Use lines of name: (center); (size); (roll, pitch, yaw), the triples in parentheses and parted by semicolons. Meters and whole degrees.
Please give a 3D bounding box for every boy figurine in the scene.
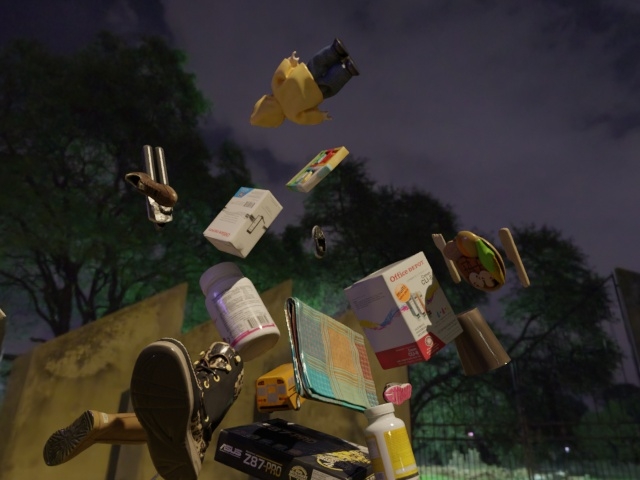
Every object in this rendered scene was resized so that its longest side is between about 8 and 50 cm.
boy figurine: (-0.042, -0.351, 1.235); (0.285, 0.092, 0.177); (-33, -77, 17)

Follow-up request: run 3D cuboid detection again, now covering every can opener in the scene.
can opener: (-0.536, -0.169, 1.663); (0.076, 0.283, 0.095); (3, -30, -35)

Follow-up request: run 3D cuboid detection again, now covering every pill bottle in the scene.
pill bottle: (0.165, 0.494, 1.247); (0.103, 0.184, 0.103); (-13, -20, -5)
pill bottle: (-0.255, 0.213, 1.580); (0.160, 0.283, 0.160); (-25, -29, -15)

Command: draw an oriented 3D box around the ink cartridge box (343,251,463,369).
ink cartridge box: (0.158, 0.134, 0.995); (0.128, 0.176, 0.127); (-25, -5, -38)

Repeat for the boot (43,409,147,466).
boot: (-0.628, 0.586, 1.523); (0.236, 0.089, 0.269); (-35, -32, 14)

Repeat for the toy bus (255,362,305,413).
toy bus: (-0.112, 0.489, 1.716); (0.108, 0.130, 0.332); (-9, -6, 11)

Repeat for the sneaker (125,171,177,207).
sneaker: (-0.515, -0.150, 1.554); (0.188, 0.066, 0.071); (29, 15, 28)

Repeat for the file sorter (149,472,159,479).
file sorter: (-0.341, 0.725, 1.278); (0.277, 0.193, 0.173); (28, -44, 28)

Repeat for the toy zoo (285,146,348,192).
toy zoo: (-0.011, -0.237, 1.738); (0.030, 0.192, 0.293); (48, -8, -16)

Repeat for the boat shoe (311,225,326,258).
boat shoe: (0.000, 0.000, 1.923); (0.049, 0.142, 0.040); (13, -39, -27)

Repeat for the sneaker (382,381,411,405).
sneaker: (0.232, 0.496, 1.671); (0.074, 0.063, 0.170); (-8, -9, 31)

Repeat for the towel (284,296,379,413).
towel: (0.041, 0.322, 1.402); (0.040, 0.271, 0.370); (-30, -39, 23)

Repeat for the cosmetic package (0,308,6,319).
cosmetic package: (-1.019, 0.221, 1.343); (0.129, 0.296, 0.153); (28, -34, 38)

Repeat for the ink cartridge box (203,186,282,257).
ink cartridge box: (-0.236, -0.058, 1.568); (0.148, 0.203, 0.086); (14, -29, 45)

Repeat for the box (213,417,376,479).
box: (-0.044, 0.609, 1.439); (0.395, 0.097, 0.318); (8, -9, 28)

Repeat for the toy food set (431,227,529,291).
toy food set: (0.280, 0.041, 0.950); (0.038, 0.132, 0.192); (-32, 12, -25)

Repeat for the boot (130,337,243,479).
boot: (-0.289, 0.330, 1.193); (0.138, 0.284, 0.377); (3, -65, 15)

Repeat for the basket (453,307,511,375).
basket: (0.602, 0.389, 2.011); (0.154, 0.227, 0.204); (-17, -11, -37)
